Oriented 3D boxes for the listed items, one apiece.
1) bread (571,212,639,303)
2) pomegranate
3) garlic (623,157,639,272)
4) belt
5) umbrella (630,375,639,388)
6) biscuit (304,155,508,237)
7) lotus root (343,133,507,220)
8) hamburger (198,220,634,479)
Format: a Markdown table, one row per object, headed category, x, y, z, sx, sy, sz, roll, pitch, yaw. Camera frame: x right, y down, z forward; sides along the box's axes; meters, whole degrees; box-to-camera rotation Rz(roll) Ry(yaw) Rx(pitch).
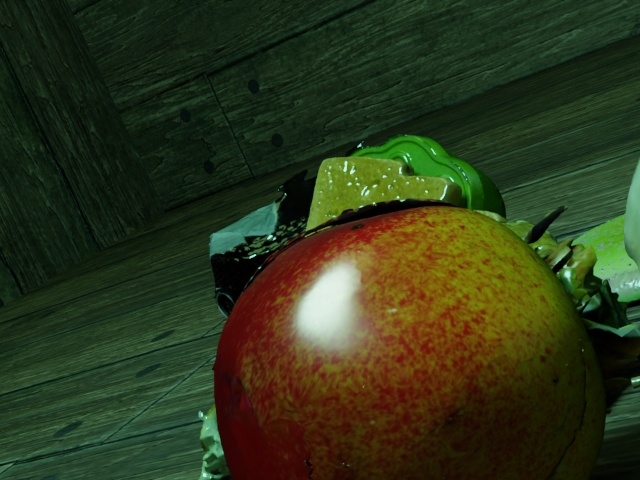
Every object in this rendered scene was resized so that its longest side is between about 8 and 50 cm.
| category | x | y | z | sx | sy | sz | roll | pitch | yaw |
| --- | --- | --- | --- | --- | --- | --- | --- | --- | --- |
| bread | 0.289 | -0.002 | 1.055 | 0.228 | 0.034 | 0.228 | -23 | 10 | 5 |
| pomegranate | 0.057 | 0.075 | 0.668 | 0.235 | 0.210 | 0.210 | -24 | 8 | -10 |
| garlic | 0.269 | -0.018 | 0.624 | 0.203 | 0.184 | 0.281 | -60 | -31 | 3 |
| belt | 0.000 | 0.000 | 1.393 | 0.289 | 0.164 | 0.184 | -30 | 19 | -34 |
| umbrella | 0.269 | 0.062 | 0.764 | 0.165 | 0.025 | 0.027 | -19 | -12 | 18 |
| biscuit | 0.059 | 0.013 | 1.103 | 0.212 | 0.239 | 0.041 | -42 | -40 | 17 |
| lotus root | 0.117 | -0.007 | 1.208 | 0.186 | 0.186 | 0.186 | -24 | 9 | 4 |
| hamburger | 0.057 | 0.079 | 0.880 | 0.308 | 0.132 | 0.211 | -25 | 11 | 4 |
